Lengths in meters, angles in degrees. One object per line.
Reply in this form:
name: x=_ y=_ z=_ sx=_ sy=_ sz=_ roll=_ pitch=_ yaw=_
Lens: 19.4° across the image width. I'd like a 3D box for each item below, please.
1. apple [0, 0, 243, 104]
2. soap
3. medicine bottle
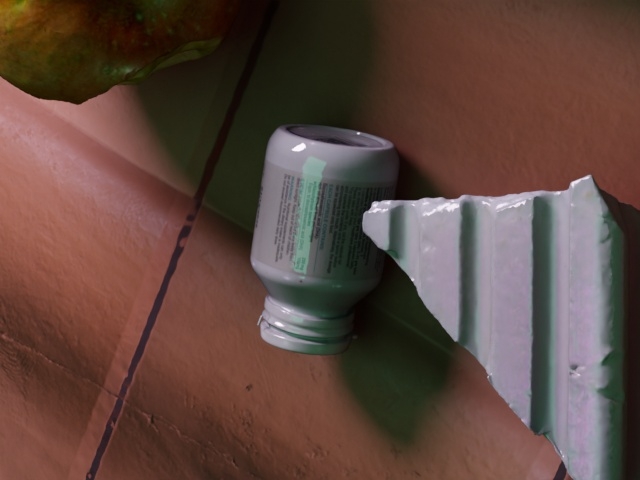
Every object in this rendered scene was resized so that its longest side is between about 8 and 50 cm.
apple: x=-0.237 y=-0.308 z=1.872 sx=0.339 sy=0.339 sz=0.340 roll=4 pitch=98 yaw=32
soap: x=0.182 y=0.105 z=1.724 sx=0.257 sy=0.159 sz=0.302 roll=-2 pitch=83 yaw=30
medicine bottle: x=0.000 y=0.000 z=1.867 sx=0.135 sy=0.135 sz=0.215 roll=16 pitch=105 yaw=30
